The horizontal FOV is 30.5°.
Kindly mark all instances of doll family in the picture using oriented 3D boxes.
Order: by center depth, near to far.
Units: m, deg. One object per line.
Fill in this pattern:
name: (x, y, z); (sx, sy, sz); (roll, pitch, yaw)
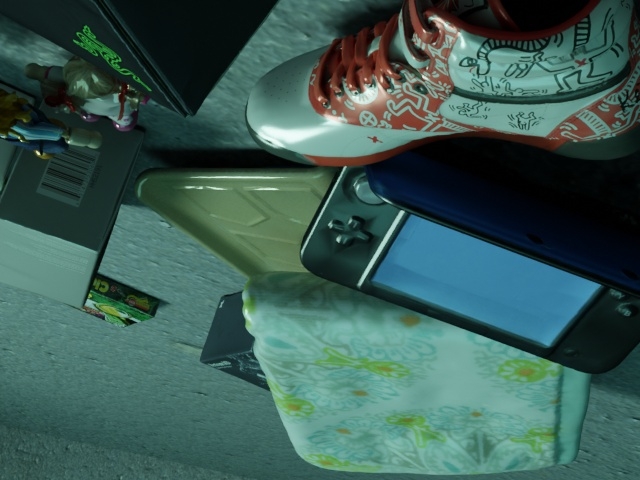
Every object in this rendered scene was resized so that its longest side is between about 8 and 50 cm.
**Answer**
doll family: (-0.257, -0.101, 0.879); (0.263, 0.118, 0.163); (16, 177, 0)

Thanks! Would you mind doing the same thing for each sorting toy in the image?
sorting toy: (0.000, 0.000, 1.120); (0.229, 0.041, 0.307); (-2, 153, 34)

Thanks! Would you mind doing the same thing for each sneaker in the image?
sneaker: (0.055, -0.112, 0.682); (0.270, 0.090, 0.145); (4, 156, 26)

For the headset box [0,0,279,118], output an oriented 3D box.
headset box: (-0.141, -0.197, 0.430); (0.283, 0.131, 0.246); (30, 168, 25)

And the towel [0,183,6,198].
towel: (-0.488, -0.021, 1.258); (0.282, 0.187, 0.049); (12, 140, 12)

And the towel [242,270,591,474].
towel: (0.107, 0.145, 1.195); (0.321, 0.090, 0.374); (-1, 149, 7)

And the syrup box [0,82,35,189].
syrup box: (-0.350, -0.079, 1.111); (0.096, 0.093, 0.237); (24, 160, -18)

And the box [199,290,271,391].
box: (-0.036, 0.127, 1.410); (0.158, 0.093, 0.156); (27, 159, -22)

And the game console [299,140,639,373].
game console: (0.140, 0.038, 0.864); (0.293, 0.173, 0.250); (21, 136, -7)

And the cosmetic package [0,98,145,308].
cosmetic package: (-0.243, -0.027, 1.113); (0.107, 0.127, 0.238); (19, 162, -7)

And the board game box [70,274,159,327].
board game box: (-0.357, 0.052, 1.577); (0.260, 0.030, 0.136); (25, 157, -21)
